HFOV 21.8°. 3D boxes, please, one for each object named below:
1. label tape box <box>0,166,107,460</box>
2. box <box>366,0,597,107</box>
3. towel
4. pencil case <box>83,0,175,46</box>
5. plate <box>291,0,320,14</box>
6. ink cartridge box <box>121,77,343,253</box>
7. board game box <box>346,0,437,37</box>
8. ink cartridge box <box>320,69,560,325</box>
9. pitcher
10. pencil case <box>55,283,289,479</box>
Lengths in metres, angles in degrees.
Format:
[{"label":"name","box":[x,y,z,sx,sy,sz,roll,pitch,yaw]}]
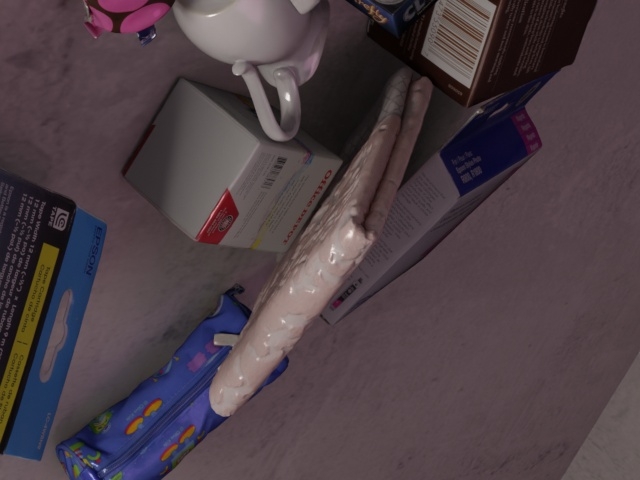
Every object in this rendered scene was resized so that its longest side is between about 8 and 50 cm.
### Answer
[{"label":"label tape box","box":[-0.347,0.048,1.473,0.348,0.115,0.249,30,74,-63]},{"label":"box","box":[0.192,-0.282,1.892,0.203,0.167,0.168,-25,143,-40]},{"label":"towel","box":[0.000,0.000,1.844,0.332,0.053,0.317,-54,-171,40]},{"label":"pencil case","box":[-0.194,-0.263,1.441,0.098,0.095,0.209,-31,148,-3]},{"label":"plate","box":[0.001,-0.386,1.500,0.277,0.045,0.278,-70,155,-18]},{"label":"ink cartridge box","box":[-0.091,-0.076,1.767,0.128,0.127,0.176,-57,151,13]},{"label":"board game box","box":[0.103,-0.336,1.703,0.243,0.165,0.042,-44,151,-14]},{"label":"ink cartridge box","box":[0.157,-0.058,2.039,0.330,0.071,0.324,-44,173,28]},{"label":"pitcher","box":[-0.064,-0.201,1.628,0.207,0.125,0.177,30,56,-65]},{"label":"pencil case","box":[-0.171,0.194,1.977,0.306,0.119,0.133,-43,175,-16]}]
